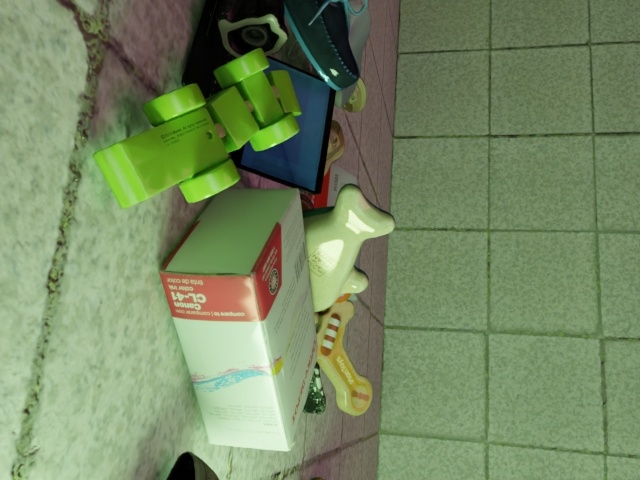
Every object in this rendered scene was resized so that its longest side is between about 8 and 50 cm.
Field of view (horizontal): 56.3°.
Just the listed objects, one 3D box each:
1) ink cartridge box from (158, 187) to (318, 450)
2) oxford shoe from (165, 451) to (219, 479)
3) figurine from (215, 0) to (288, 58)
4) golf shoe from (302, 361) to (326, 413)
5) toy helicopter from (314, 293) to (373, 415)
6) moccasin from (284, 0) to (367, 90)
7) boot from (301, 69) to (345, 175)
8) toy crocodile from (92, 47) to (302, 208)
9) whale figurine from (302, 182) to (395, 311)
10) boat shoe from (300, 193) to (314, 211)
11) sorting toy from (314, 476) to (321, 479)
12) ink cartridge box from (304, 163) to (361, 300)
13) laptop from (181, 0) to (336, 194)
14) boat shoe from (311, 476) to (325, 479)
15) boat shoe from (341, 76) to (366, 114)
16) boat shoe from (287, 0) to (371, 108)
[{"bbox_3d":[-0.095,0.108,0.846,0.226,0.131,0.306,-70,158,-57],"label":"ink cartridge box"},{"bbox_3d":[-0.179,0.344,0.638,0.271,0.096,0.098,-68,136,-68],"label":"oxford shoe"},{"bbox_3d":[-0.117,-0.385,0.783,0.215,0.092,0.210,51,32,-51],"label":"figurine"},{"bbox_3d":[-0.023,0.301,1.300,0.094,0.077,0.198,-75,162,-47],"label":"golf shoe"},{"bbox_3d":[0.001,0.217,1.163,0.235,0.140,0.355,-46,119,-35],"label":"toy helicopter"},{"bbox_3d":[-0.009,-0.417,0.966,0.342,0.116,0.138,64,21,-7],"label":"moccasin"},{"bbox_3d":[-0.015,-0.260,1.254,0.262,0.095,0.204,-60,148,-53],"label":"boot"},{"bbox_3d":[-0.124,-0.132,0.699,0.340,0.105,0.115,-47,116,-47],"label":"toy crocodile"},{"bbox_3d":[0.000,0.000,0.985,0.216,0.272,0.141,37,35,-16],"label":"whale figurine"},{"bbox_3d":[-0.038,-0.016,1.227,0.073,0.073,0.207,-73,167,-47],"label":"boat shoe"},{"bbox_3d":[-0.047,0.619,1.284,0.274,0.046,0.133,-43,133,-72],"label":"sorting toy"},{"bbox_3d":[0.038,-0.049,1.511,0.385,0.091,0.308,64,29,-65],"label":"ink cartridge box"},{"bbox_3d":[-0.075,-0.233,0.892,0.264,0.136,0.234,69,25,-59],"label":"laptop"},{"bbox_3d":[0.048,0.706,1.554,0.324,0.116,0.123,71,24,-57],"label":"boat shoe"},{"bbox_3d":[0.043,-0.414,1.521,0.089,0.104,0.285,-47,150,-10],"label":"boat shoe"},{"bbox_3d":[0.006,-0.401,1.238,0.136,0.156,0.367,-60,176,-3],"label":"boat shoe"}]
